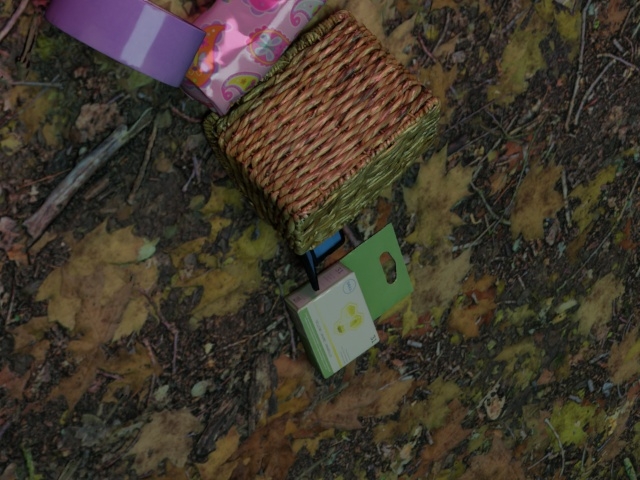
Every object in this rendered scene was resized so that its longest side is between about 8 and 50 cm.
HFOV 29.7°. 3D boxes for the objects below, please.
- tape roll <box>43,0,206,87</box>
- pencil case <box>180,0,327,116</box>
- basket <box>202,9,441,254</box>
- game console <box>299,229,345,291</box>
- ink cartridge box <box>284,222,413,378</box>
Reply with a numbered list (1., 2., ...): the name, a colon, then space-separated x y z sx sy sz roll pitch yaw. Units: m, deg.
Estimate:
1. tape roll: -0.243 -0.270 1.508 0.189 0.189 0.080 20 100 -43
2. pencil case: -0.089 -0.307 1.660 0.284 0.124 0.124 -51 134 -4
3. basket: 0.004 -0.158 1.832 0.299 0.223 0.213 -42 166 -12
4. game console: 0.000 0.000 1.936 0.071 0.107 0.122 -17 129 5
5. ink cartridge box: 0.064 0.103 2.055 0.235 0.056 0.171 -34 130 -16
